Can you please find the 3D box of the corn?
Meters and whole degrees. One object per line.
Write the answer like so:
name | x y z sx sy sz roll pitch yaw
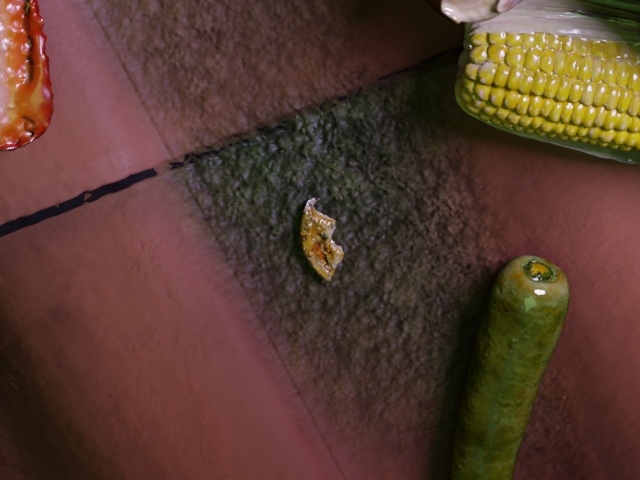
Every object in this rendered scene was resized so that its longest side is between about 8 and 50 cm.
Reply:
corn | 0.261 -0.129 1.287 0.305 0.122 0.123 13 83 -3

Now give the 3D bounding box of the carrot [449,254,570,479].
carrot | 0.160 0.174 1.473 0.074 0.074 0.359 11 120 1

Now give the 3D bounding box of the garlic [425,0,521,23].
garlic | 0.106 -0.267 1.233 0.115 0.128 0.207 -22 86 60

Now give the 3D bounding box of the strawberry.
strawberry | -0.283 -0.164 1.351 0.121 0.082 0.188 6 109 -19

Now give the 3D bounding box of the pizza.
pizza | 0.000 0.000 1.429 0.037 0.016 0.083 -10 114 4
